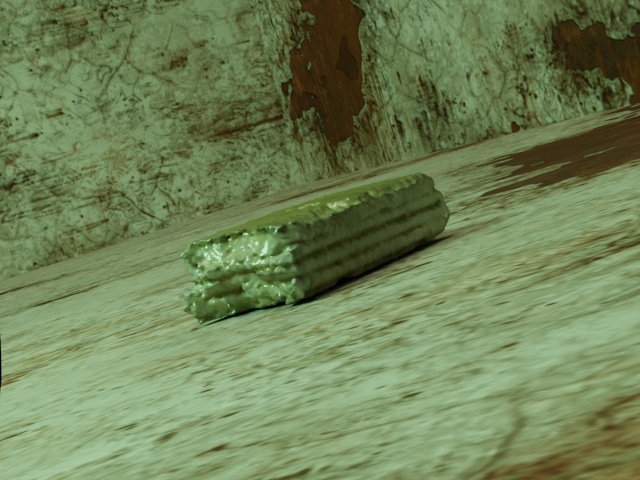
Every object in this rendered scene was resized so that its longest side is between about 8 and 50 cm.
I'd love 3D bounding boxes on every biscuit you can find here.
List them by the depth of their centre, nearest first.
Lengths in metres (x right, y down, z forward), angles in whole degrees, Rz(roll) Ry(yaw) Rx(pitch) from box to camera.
[{"bbox_3d":[0.000,0.000,1.186,0.108,0.062,0.239,-14,5,34],"label":"biscuit"}]
